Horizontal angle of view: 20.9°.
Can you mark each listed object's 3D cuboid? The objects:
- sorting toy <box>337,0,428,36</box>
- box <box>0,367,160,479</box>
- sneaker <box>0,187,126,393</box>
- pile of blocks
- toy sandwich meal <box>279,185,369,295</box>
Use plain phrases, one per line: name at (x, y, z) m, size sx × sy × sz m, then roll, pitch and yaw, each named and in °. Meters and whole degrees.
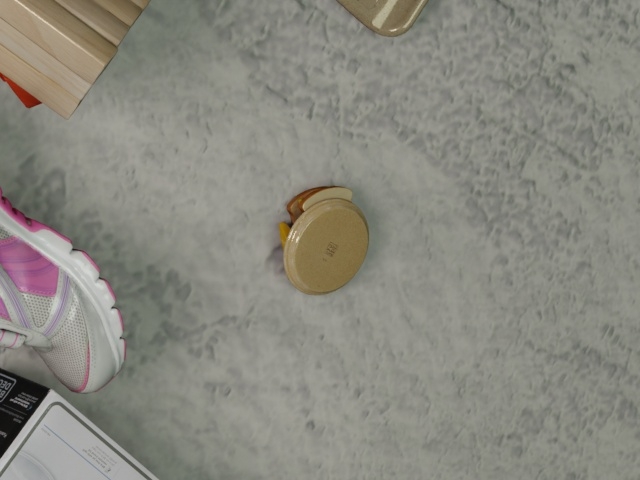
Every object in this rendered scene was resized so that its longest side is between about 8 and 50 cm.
sorting toy at (0.064, -0.328, 1.236) m, size 0.229 × 0.041 × 0.307 m, roll 36°, pitch 84°, yaw -35°
box at (-0.231, 0.252, 1.159) m, size 0.290 × 0.087 × 0.169 m, roll -54°, pitch 126°, yaw -18°
sneaker at (-0.229, 0.022, 1.114) m, size 0.252 × 0.103 × 0.111 m, roll 50°, pitch 64°, yaw -27°
pile of blocks at (-0.280, -0.170, 1.044) m, size 0.362 × 0.149 × 0.112 m, roll 17°, pitch 138°, yaw -26°
toy sandwich meal at (0.000, 0.000, 1.308) m, size 0.085 × 0.029 × 0.085 m, roll -14°, pitch 117°, yaw -30°
